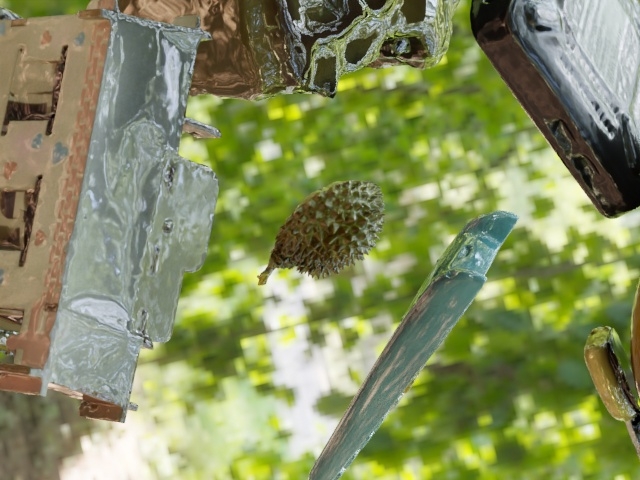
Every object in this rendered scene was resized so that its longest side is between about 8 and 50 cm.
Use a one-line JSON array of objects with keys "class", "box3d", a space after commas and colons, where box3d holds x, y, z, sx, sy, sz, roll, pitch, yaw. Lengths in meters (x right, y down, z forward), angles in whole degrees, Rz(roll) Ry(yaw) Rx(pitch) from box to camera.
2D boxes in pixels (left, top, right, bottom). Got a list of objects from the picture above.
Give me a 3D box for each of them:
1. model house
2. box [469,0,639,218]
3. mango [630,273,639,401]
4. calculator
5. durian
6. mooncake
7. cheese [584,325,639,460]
[{"class": "model house", "box3d": [-0.229, -0.030, 1.439, 0.169, 0.244, 0.326, 22, 74, -54]}, {"class": "box", "box3d": [0.266, -0.204, 1.854, 0.289, 0.073, 0.290, 51, 37, -26]}, {"class": "mango", "box3d": [0.436, 0.028, 1.789, 0.301, 0.220, 0.445, 127, -26, -67]}, {"class": "calculator", "box3d": [0.095, 0.138, 2.084, 0.386, 0.054, 0.256, -59, 177, 30]}, {"class": "durian", "box3d": [0.000, 0.000, 2.367, 0.102, 0.208, 0.146, 58, 5, 27]}, {"class": "mooncake", "box3d": [-0.026, -0.269, 1.850, 0.394, 0.246, 0.393, -64, 144, -31]}, {"class": "cheese", "box3d": [0.332, 0.176, 1.959, 0.162, 0.036, 0.086, 65, 17, -10]}]
